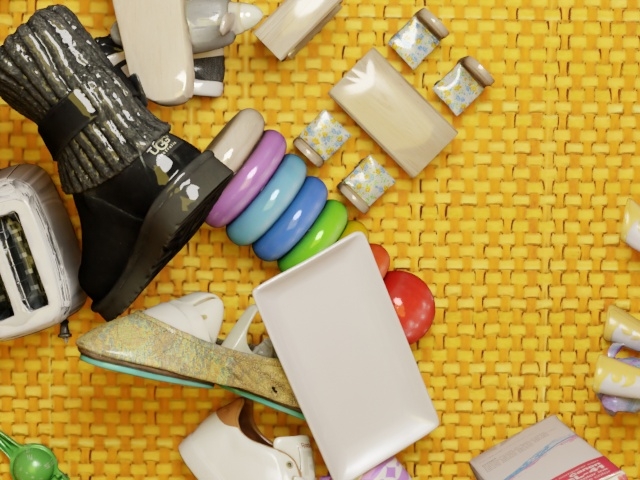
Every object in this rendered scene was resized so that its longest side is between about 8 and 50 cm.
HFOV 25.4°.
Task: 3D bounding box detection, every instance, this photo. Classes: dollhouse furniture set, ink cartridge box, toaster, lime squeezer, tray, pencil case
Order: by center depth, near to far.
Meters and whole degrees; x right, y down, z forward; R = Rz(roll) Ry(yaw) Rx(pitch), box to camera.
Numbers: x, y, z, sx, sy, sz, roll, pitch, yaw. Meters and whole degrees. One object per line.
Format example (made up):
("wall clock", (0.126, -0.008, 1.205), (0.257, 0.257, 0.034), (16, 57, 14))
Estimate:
("ink cartridge box", (0.290, 0.340, 1.574), (0.131, 0.306, 0.226), (-29, 96, 0))
("dollhouse furniture set", (0.047, -0.180, 1.588), (0.242, 0.161, 0.212), (45, 92, -5))
("tray", (0.028, 0.132, 1.588), (0.145, 0.030, 0.270), (-29, 114, -14))
("toaster", (-0.344, 0.024, 1.602), (0.129, 0.146, 0.227), (-17, 96, 0))
("lime squeezer", (-0.334, 0.286, 1.656), (0.310, 0.110, 0.059), (44, 111, 25))
("pencil case", (0.090, 0.330, 1.674), (0.088, 0.086, 0.206), (-41, 95, -32))

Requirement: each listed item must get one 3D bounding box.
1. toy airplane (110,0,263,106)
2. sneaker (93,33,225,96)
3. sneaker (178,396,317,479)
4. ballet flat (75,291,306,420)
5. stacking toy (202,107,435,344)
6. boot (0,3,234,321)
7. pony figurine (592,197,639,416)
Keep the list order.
("toy airplane", (-0.179, -0.384, 1.537), (0.384, 0.272, 0.386), (37, 106, 32))
("sneaker", (-0.213, -0.234, 1.622), (0.216, 0.079, 0.121), (6, 92, -11))
("sneaker", (-0.033, 0.298, 1.618), (0.123, 0.106, 0.290), (-46, 72, 5))
("ballet flat", (-0.109, 0.119, 1.587), (0.348, 0.123, 0.123), (20, 95, -34))
("stacking toy", (0.000, 0.000, 1.626), (0.330, 0.141, 0.141), (38, 93, -10))
("boot", (-0.246, -0.078, 1.506), (0.260, 0.348, 0.131), (41, 55, 1))
("pony figurine", (0.500, 0.138, 1.604), (0.363, 0.303, 0.351), (11, 86, 12))
